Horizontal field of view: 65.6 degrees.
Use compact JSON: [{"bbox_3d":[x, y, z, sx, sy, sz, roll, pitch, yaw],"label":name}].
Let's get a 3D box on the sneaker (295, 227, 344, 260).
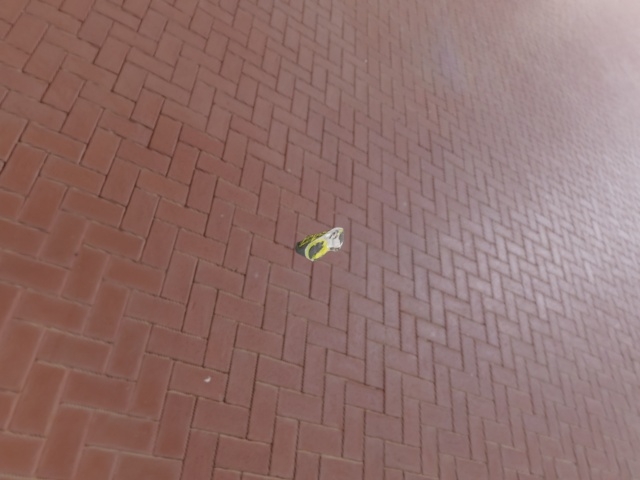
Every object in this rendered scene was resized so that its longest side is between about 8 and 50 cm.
[{"bbox_3d":[0.000,0.000,0.643,0.083,0.035,0.031,-23,121,-49],"label":"sneaker"}]
